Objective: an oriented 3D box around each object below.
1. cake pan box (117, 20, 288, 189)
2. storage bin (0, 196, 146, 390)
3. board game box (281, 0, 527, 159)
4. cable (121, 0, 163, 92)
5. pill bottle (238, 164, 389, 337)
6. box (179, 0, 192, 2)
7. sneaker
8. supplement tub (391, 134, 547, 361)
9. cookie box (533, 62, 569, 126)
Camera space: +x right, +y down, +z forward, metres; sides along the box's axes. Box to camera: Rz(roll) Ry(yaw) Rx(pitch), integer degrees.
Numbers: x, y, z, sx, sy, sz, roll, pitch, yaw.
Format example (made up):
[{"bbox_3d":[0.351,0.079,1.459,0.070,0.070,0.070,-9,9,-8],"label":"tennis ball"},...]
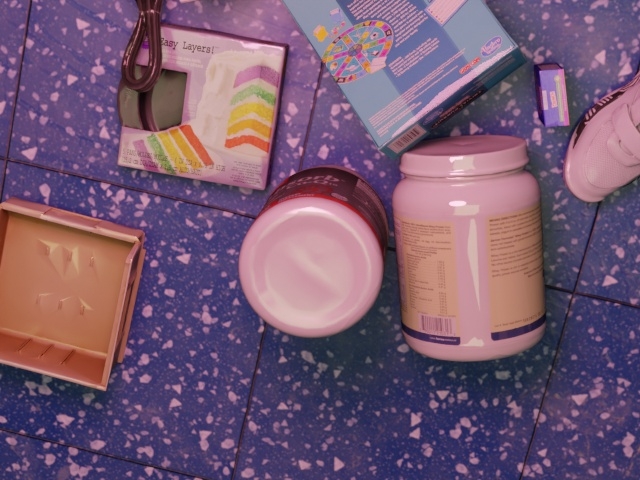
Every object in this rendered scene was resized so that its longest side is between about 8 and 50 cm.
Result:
[{"bbox_3d":[-0.198,-0.225,1.950,0.267,0.070,0.245,11,102,4],"label":"cake pan box"},{"bbox_3d":[-0.453,0.086,2.022,0.262,0.123,0.260,14,105,2],"label":"storage bin"},{"bbox_3d":[0.117,-0.334,1.813,0.254,0.079,0.336,-36,69,12],"label":"board game box"},{"bbox_3d":[-0.265,-0.381,1.876,0.140,0.072,0.287,-10,86,17],"label":"cable"},{"bbox_3d":[0.000,0.000,1.833,0.210,0.363,0.210,1,104,5],"label":"pill bottle"},{"bbox_3d":[-0.160,-0.433,1.823,0.103,0.203,0.114,-9,103,7],"label":"box"},{"bbox_3d":[0.524,-0.190,1.816,0.137,0.210,0.366,44,104,-6],"label":"sneaker"},{"bbox_3d":[0.236,0.007,1.879,0.236,0.235,0.324,-3,103,6],"label":"supplement tub"},{"bbox_3d":[0.366,-0.232,1.874,0.040,0.107,0.091,-6,103,7],"label":"cookie box"}]
